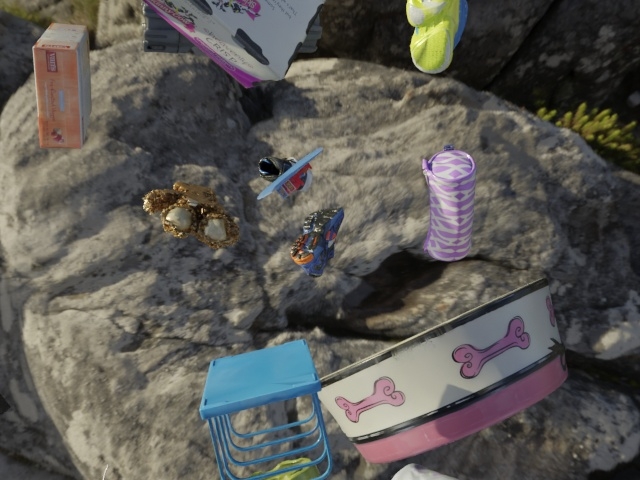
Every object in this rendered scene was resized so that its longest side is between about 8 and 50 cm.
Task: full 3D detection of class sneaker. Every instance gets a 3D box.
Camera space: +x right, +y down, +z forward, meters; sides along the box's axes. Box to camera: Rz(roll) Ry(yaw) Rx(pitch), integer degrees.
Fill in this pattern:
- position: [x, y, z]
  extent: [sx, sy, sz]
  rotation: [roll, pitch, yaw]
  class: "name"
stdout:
- position: [0.000, 0.000, 1.440]
  extent: [0.083, 0.221, 0.087]
  rotation: [-2, 127, 31]
  class: "sneaker"
- position: [-0.112, -0.187, 1.621]
  extent: [0.121, 0.217, 0.079]
  rotation: [16, 96, -27]
  class: "sneaker"
- position: [0.190, -0.398, 1.011]
  extent: [0.091, 0.126, 0.240]
  rotation: [14, 125, 19]
  class: "sneaker"

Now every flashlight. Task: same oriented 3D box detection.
- position: [-0.152, -0.384, 1.096]
  extent: [0.303, 0.103, 0.103]
  rotation: [-1, 70, -17]
  class: "flashlight"

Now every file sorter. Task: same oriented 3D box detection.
- position: [-0.056, 0.189, 0.691]
  extent: [0.118, 0.170, 0.105]
  rotation: [-13, 96, -5]
  class: "file sorter"

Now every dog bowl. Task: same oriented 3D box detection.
- position: [0.196, 0.210, 0.995]
  extent: [0.407, 0.408, 0.151]
  rotation: [-24, 79, -1]
  class: "dog bowl"

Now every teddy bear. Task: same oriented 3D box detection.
- position: [-0.316, -0.052, 1.579]
  extent: [0.245, 0.338, 0.113]
  rotation: [7, 106, -31]
  class: "teddy bear"

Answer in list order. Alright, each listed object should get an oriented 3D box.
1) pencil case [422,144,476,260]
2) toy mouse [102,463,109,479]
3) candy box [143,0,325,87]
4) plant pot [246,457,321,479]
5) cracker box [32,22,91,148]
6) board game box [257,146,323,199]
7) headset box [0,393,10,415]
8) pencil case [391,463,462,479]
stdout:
- position: [0.220, -0.056, 1.088]
  extent: [0.088, 0.086, 0.206]
  rotation: [-7, 131, 4]
  class: "pencil case"
- position: [-0.379, 0.478, 1.091]
  extent: [0.143, 0.031, 0.161]
  rotation: [10, 73, 30]
  class: "toy mouse"
- position: [-0.058, -0.286, 0.591]
  extent: [0.159, 0.071, 0.234]
  rotation: [37, 71, -34]
  class: "candy box"
- position: [-0.060, 0.615, 1.337]
  extent: [0.275, 0.276, 0.254]
  rotation: [-18, 83, 0]
  class: "plant pot"
- position: [-0.424, -0.262, 1.050]
  extent: [0.067, 0.232, 0.156]
  rotation: [0, 116, -16]
  class: "cracker box"
- position: [-0.054, -0.125, 1.285]
  extent: [0.168, 0.133, 0.033]
  rotation: [-41, 103, -15]
  class: "board game box"
- position: [-0.367, 0.054, 0.351]
  extent: [0.110, 0.218, 0.293]
  rotation: [-28, 99, 34]
  class: "headset box"
- position: [0.235, 0.448, 1.014]
  extent: [0.273, 0.124, 0.114]
  rotation: [1, 95, 43]
  class: "pencil case"
